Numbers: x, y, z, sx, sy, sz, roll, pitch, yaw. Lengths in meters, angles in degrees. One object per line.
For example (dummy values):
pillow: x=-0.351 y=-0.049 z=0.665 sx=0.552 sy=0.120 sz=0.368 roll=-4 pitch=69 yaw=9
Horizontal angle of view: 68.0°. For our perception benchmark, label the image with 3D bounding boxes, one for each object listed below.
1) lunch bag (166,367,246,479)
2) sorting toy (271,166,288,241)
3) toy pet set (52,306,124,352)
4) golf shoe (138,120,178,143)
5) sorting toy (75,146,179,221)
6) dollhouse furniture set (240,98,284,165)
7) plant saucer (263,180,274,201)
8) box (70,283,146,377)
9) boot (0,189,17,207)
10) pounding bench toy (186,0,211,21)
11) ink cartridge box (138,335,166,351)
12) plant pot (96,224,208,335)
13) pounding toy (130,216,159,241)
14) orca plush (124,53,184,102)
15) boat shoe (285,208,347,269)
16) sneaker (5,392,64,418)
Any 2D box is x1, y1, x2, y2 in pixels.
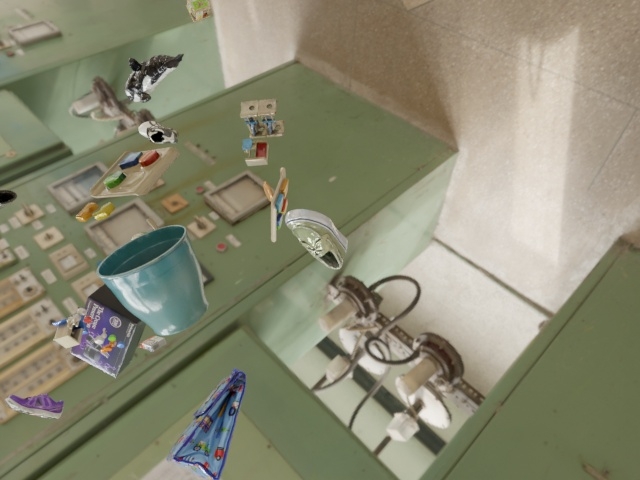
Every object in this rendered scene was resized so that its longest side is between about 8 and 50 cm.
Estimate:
lunch bag: x=-0.291 y=0.499 z=1.333 sx=0.138 sy=0.293 sz=0.221 roll=30 pitch=148 yaw=-7
sorting toy: x=-0.145 y=-0.128 z=1.709 sx=0.038 sy=0.208 sz=0.193 roll=8 pitch=140 yaw=1
toy pet set: x=-0.495 y=0.184 z=1.009 sx=0.122 sy=0.114 sz=0.065 roll=65 pitch=-168 yaw=-45
golf shoe: x=-0.675 y=-0.439 z=1.923 sx=0.198 sy=0.094 sz=0.077 roll=15 pitch=113 yaw=21
sorting toy: x=-0.588 y=-0.179 z=1.419 sx=0.228 sy=0.307 sz=0.041 roll=3 pitch=139 yaw=28
dollhouse furniture set: x=-0.205 y=-0.378 z=1.667 sx=0.128 sy=0.184 sz=0.129 roll=-3 pitch=155 yaw=8
plant saucer: x=-0.192 y=-0.178 z=1.746 sx=0.084 sy=0.013 sz=0.083 roll=57 pitch=164 yaw=27
box: x=-0.704 y=0.305 z=1.593 sx=0.184 sy=0.103 sz=0.261 roll=28 pitch=115 yaw=-3
boot: x=-1.213 y=-0.110 z=1.688 sx=0.208 sy=0.189 sz=0.076 roll=-12 pitch=107 yaw=35
pounding bench toy: x=-0.352 y=-0.674 z=1.338 sx=0.083 sy=0.052 sz=0.065 roll=64 pitch=165 yaw=-7
ink cartridge box: x=-0.677 y=0.408 z=1.896 sx=0.115 sy=0.062 sz=0.029 roll=2 pitch=113 yaw=40
plant pot: x=-0.471 y=0.132 z=1.411 sx=0.271 sy=0.271 sz=0.255 roll=13 pitch=131 yaw=50
pounding toy: x=-0.590 y=0.026 z=1.754 sx=0.183 sy=0.110 sz=0.237 roll=51 pitch=128 yaw=2
orca plush: x=-0.554 y=-0.524 z=1.485 sx=0.287 sy=0.151 sz=0.102 roll=3 pitch=162 yaw=47
boat shoe: x=0.000 y=0.000 z=1.384 sx=0.109 sy=0.094 sz=0.302 roll=-12 pitch=154 yaw=28
sneaker: x=-0.887 y=0.505 z=1.477 sx=0.068 sy=0.071 sz=0.170 roll=-17 pitch=142 yaw=36
